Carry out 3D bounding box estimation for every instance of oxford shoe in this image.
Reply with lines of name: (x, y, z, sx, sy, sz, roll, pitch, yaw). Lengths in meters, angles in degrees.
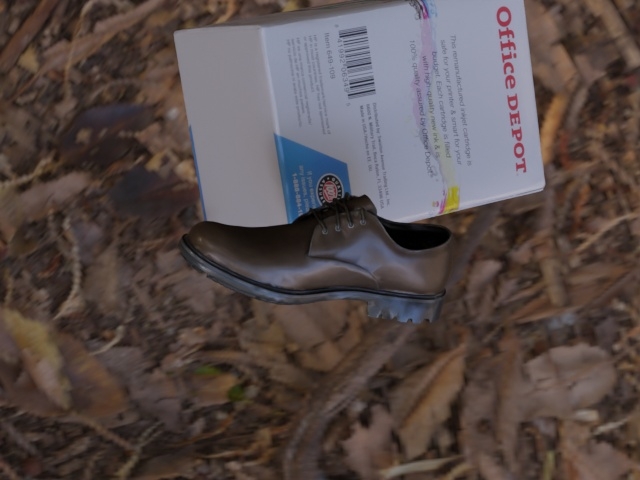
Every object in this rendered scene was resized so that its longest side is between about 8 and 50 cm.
oxford shoe: (0.000, 0.000, 1.218, 0.227, 0.083, 0.096, 5, 116, -22)

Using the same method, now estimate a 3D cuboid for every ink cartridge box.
ink cartridge box: (0.037, -0.122, 1.429, 0.270, 0.197, 0.198, -13, 102, -26)
